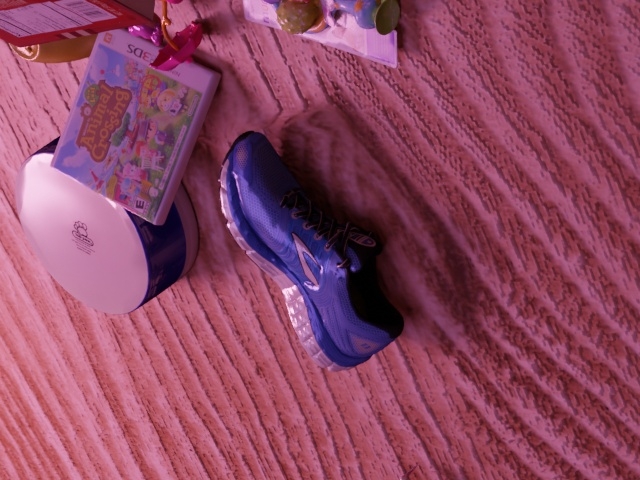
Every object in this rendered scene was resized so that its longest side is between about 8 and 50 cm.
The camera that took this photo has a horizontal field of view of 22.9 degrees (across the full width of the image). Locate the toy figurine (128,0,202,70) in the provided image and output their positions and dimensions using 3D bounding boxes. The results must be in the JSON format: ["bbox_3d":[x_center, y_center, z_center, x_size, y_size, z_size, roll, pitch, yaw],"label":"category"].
[{"bbox_3d":[-0.210,-0.283,1.935,0.173,0.130,0.159,21,141,24],"label":"toy figurine"}]

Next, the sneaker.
[{"bbox_3d":[0.000,0.000,1.963,0.147,0.130,0.330,-25,104,35],"label":"sneaker"}]

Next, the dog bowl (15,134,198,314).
[{"bbox_3d":[-0.303,-0.031,2.221,0.265,0.104,0.265,25,134,29],"label":"dog bowl"}]

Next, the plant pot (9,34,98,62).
[{"bbox_3d":[-0.362,-0.287,2.090,0.134,0.095,0.134,25,134,28],"label":"plant pot"}]

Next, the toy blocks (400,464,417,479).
[{"bbox_3d":[0.038,0.470,2.135,0.309,0.288,0.260,24,140,32],"label":"toy blocks"}]

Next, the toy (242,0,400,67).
[{"bbox_3d":[-0.018,-0.279,1.798,0.237,0.056,0.137,20,130,33],"label":"toy"}]

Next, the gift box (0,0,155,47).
[{"bbox_3d":[-0.300,-0.383,1.767,0.276,0.255,0.258,-4,74,30],"label":"gift box"}]

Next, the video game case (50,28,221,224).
[{"bbox_3d":[-0.244,-0.154,2.048,0.193,0.023,0.212,28,102,27],"label":"video game case"}]
